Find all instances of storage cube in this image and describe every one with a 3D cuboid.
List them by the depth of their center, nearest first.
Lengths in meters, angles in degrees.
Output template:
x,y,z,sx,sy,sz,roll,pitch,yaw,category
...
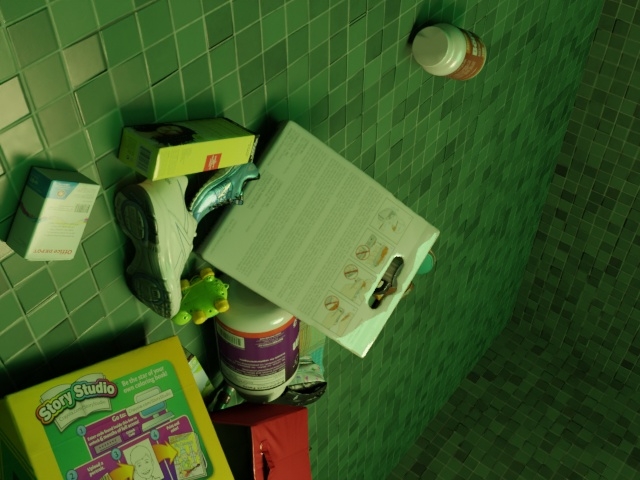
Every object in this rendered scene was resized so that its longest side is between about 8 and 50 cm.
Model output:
x,y,z,sx,sy,sz,roll,pitch,yaw,category
-0.147,0.457,1.564,0.193,0.215,0.184,-2,87,-55,storage cube

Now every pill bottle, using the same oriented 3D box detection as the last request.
x,y,z,sx,sy,sz,roll,pitch,yaw,category
-0.134,0.208,1.581,0.181,0.181,0.323,-41,148,-34,pill bottle
0.305,-0.451,1.751,0.216,0.121,0.121,-12,127,-57,pill bottle

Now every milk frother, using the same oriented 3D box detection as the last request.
x,y,z,sx,sy,sz,roll,pitch,yaw,category
0.174,0.080,2.051,0.143,0.134,0.129,-4,121,-60,milk frother

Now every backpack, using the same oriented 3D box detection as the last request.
x,y,z,sx,sy,sz,roll,pitch,yaw,category
-0.074,0.358,1.829,0.182,0.115,0.152,-7,147,-30,backpack

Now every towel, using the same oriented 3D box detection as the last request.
x,y,z,sx,sy,sz,roll,pitch,yaw,category
-0.069,0.311,1.968,0.271,0.040,0.370,-38,147,-38,towel

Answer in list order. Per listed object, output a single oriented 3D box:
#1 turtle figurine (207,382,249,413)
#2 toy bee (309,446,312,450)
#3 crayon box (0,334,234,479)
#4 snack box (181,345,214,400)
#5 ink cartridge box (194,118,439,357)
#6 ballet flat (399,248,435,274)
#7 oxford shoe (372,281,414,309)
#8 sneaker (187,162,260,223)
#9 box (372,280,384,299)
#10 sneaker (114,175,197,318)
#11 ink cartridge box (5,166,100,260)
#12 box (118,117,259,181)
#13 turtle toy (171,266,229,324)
x,y,z,sx,sy,sz,roll,pitch,yaw,category
-0.242,0.432,1.700,0.234,0.118,0.175,-50,119,-28,turtle figurine
-0.197,0.504,1.855,0.298,0.162,0.195,5,145,-48,toy bee
-0.342,0.360,1.237,0.106,0.313,0.363,-28,172,34,crayon box
-0.325,0.330,1.495,0.207,0.070,0.174,-49,153,-24,snack box
0.000,0.000,1.430,0.308,0.385,0.091,-58,-163,-8,ink cartridge box
0.279,0.005,2.203,0.316,0.107,0.106,53,33,-62,ballet flat
0.202,0.185,2.310,0.212,0.076,0.076,-49,122,-17,oxford shoe
-0.172,-0.083,1.305,0.162,0.073,0.063,-46,-176,-6,sneaker
0.204,0.110,2.259,0.136,0.028,0.081,-54,154,-18,box
-0.259,0.014,1.251,0.129,0.111,0.297,-43,151,-42,sneaker
-0.379,-0.036,1.041,0.088,0.052,0.122,3,113,-61,ink cartridge box
-0.207,-0.152,1.189,0.232,0.087,0.058,-20,134,-54,box
-0.234,0.118,1.416,0.130,0.095,0.066,-27,161,-2,turtle toy
